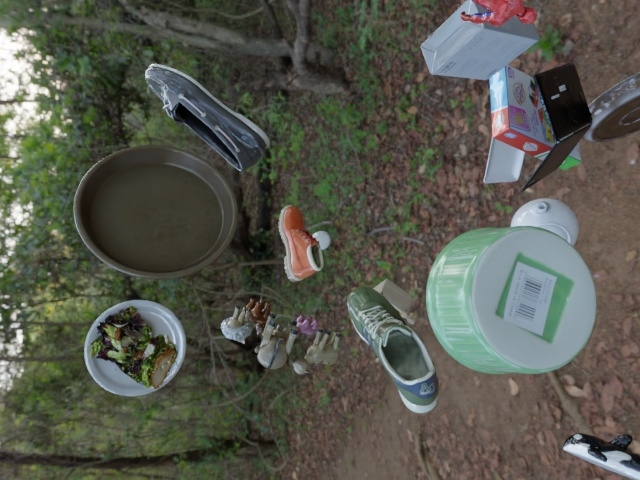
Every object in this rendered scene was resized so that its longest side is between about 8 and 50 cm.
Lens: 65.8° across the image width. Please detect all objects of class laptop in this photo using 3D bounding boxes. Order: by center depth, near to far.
[{"bbox_3d":[0.593,-0.297,1.289,0.136,0.234,0.265,-14,100,51],"label":"laptop"}]

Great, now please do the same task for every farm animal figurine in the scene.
[{"bbox_3d":[-0.116,0.319,1.513,0.327,0.330,0.172,10,-79,-79],"label":"farm animal figurine"}]

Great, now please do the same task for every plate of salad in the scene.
[{"bbox_3d":[-0.379,0.224,1.022,0.048,0.199,0.200,180,88,-70],"label":"plate of salad"}]

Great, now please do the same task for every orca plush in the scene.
[{"bbox_3d":[0.778,0.542,1.267,0.102,0.151,0.287,-63,18,-16],"label":"orca plush"}]

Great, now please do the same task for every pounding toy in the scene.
[{"bbox_3d":[0.271,0.266,1.858,0.094,0.206,0.181,-58,6,-35],"label":"pounding toy"}]

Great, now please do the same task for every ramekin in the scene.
[{"bbox_3d":[0.376,0.114,0.966,0.148,0.303,0.304,147,120,-76],"label":"ramekin"}]

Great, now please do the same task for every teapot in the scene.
[{"bbox_3d":[0.826,-0.015,1.815,0.253,0.255,0.187,-60,4,34],"label":"teapot"}]

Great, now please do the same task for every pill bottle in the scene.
[{"bbox_3d":[0.000,0.000,1.153,0.083,0.043,0.044,172,96,-83],"label":"pill bottle"}]

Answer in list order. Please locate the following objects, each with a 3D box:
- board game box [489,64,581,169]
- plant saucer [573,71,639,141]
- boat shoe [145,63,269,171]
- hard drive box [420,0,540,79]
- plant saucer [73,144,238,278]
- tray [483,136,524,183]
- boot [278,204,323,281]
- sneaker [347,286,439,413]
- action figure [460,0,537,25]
[{"bbox_3d":[0.664,-0.380,1.528,0.064,0.316,0.243,-31,48,56],"label":"board game box"},{"bbox_3d":[0.872,-0.366,1.382,0.311,0.310,0.050,123,136,-59],"label":"plant saucer"},{"bbox_3d":[-0.271,-0.275,1.102,0.096,0.335,0.112,-55,-5,-19],"label":"boat shoe"},{"bbox_3d":[0.404,-0.502,1.256,0.181,0.232,0.089,-33,69,52],"label":"hard drive box"},{"bbox_3d":[-0.288,-0.052,0.888,0.041,0.277,0.278,122,143,-55],"label":"plant saucer"},{"bbox_3d":[0.658,-0.336,1.749,0.030,0.145,0.271,-119,26,-57],"label":"tray"},{"bbox_3d":[-0.034,-0.003,0.993,0.084,0.059,0.158,-23,73,43],"label":"boot"},{"bbox_3d":[0.092,0.120,0.634,0.192,0.064,0.086,59,169,35],"label":"sneaker"},{"bbox_3d":[0.266,-0.467,0.913,0.092,0.280,0.139,-62,-3,18],"label":"action figure"}]
